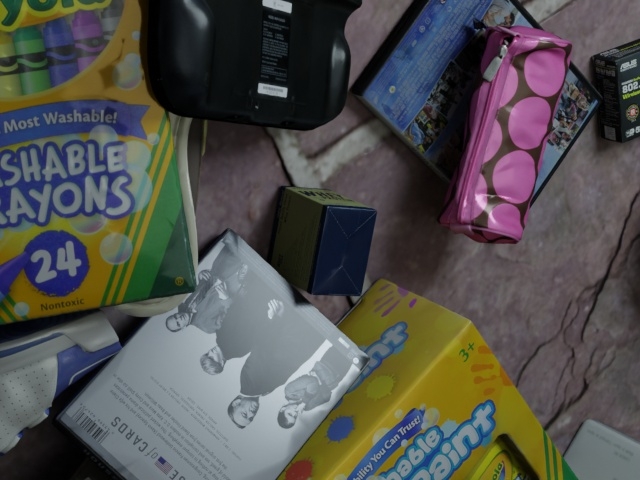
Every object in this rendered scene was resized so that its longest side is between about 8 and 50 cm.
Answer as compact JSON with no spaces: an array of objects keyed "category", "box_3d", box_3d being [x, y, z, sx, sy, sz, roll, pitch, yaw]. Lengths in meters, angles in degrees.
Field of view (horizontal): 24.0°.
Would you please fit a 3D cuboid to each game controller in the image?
[{"category":"game controller","box_3d":[-0.049,-0.176,1.216,0.319,0.067,0.166,-2,104,-66]}]

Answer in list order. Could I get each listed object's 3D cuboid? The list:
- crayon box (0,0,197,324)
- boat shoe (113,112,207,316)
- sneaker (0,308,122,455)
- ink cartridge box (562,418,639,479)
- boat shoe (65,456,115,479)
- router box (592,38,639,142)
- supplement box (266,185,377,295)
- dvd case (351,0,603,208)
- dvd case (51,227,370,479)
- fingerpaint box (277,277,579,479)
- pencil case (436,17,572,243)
[{"category":"crayon box","box_3d":[-0.219,-0.106,1.136,0.203,0.083,0.323,-10,100,-9]},{"category":"boat shoe","box_3d":[-0.145,-0.105,1.242,0.116,0.097,0.324,-1,99,-10]},{"category":"sneaker","box_3d":[-0.304,0.165,1.220,0.315,0.127,0.182,-28,122,-16]},{"category":"ink cartridge box","box_3d":[0.307,0.412,1.570,0.091,0.308,0.385,31,87,-35]},{"category":"boat shoe","box_3d":[-0.203,0.256,1.309,0.324,0.120,0.122,-41,97,-35]},{"category":"router box","box_3d":[0.345,-0.165,1.583,0.122,0.038,0.092,-22,115,-26]},{"category":"supplement box","box_3d":[0.000,0.000,1.379,0.056,0.083,0.083,4,102,-34]},{"category":"dvd case","box_3d":[0.161,-0.142,1.479,0.253,0.022,0.180,41,80,-35]},{"category":"dvd case","box_3d":[-0.090,0.130,1.312,0.179,0.029,0.239,44,63,-5]},{"category":"fingerpaint box","box_3d":[0.040,0.328,1.458,0.445,0.163,0.371,-45,123,-14]},{"category":"pencil case","box_3d":[0.169,-0.100,1.429,0.098,0.095,0.209,-7,110,-69]}]
